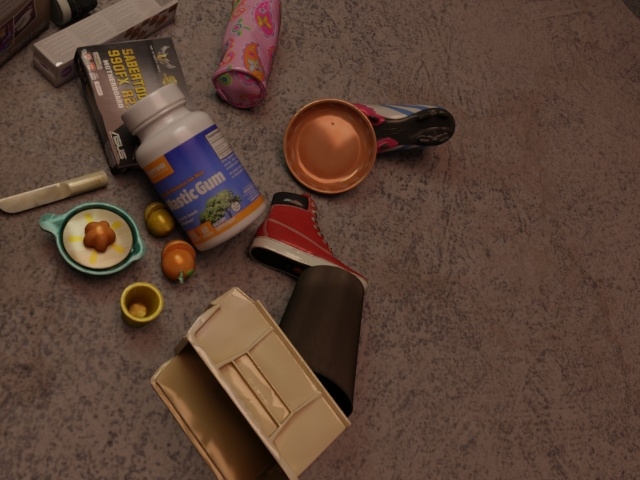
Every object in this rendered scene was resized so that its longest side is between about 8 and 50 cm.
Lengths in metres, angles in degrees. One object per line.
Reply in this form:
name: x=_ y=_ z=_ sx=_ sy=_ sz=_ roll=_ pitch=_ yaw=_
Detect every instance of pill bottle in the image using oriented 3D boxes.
pill bottle: x=-0.227 y=-0.131 z=1.081 sx=0.152 sy=0.152 sz=0.272 roll=-43 pitch=107 yaw=-35

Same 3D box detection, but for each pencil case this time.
pencil case: x=-0.156 y=-0.427 z=1.332 sx=0.124 sy=0.124 sz=0.284 roll=16 pitch=59 yaw=-18

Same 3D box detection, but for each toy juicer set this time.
toy juicer set: x=-0.353 y=-0.025 z=1.050 sx=0.329 sy=0.089 sz=0.209 roll=43 pitch=56 yaw=0

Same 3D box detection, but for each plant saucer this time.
plant saucer: x=0.019 y=-0.198 z=1.299 sx=0.199 sy=0.037 sz=0.200 roll=0 pitch=92 yaw=-7

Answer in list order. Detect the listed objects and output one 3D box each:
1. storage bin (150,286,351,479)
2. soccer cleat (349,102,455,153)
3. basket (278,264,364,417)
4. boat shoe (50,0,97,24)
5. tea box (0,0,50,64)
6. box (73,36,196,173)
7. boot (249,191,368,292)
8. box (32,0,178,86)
storage bin: x=-0.123 y=0.238 z=0.925 sx=0.123 sy=0.262 sz=0.260 roll=-34 pitch=83 yaw=-35
soccer cleat: x=0.140 y=-0.255 z=1.403 sx=0.331 sy=0.143 sz=0.116 roll=-1 pitch=103 yaw=-7
basket: x=-0.002 y=0.171 z=1.084 sx=0.204 sy=0.154 sz=0.227 roll=60 pitch=34 yaw=-41
boat shoe: x=-0.565 y=-0.566 z=1.210 sx=0.091 sy=0.114 sz=0.303 roll=-39 pitch=98 yaw=-34
tea box: x=-0.684 y=-0.436 z=1.016 sx=0.323 sy=0.220 sz=0.329 roll=33 pitch=56 yaw=-8
box: x=-0.337 y=-0.257 z=1.158 sx=0.183 sy=0.056 sz=0.231 roll=-18 pitch=91 yaw=-31
boot: x=0.000 y=0.000 z=1.212 sx=0.244 sy=0.088 sz=0.176 roll=27 pitch=56 yaw=-7
box: x=-0.422 y=-0.419 z=1.228 sx=0.067 sy=0.063 sz=0.324 roll=42 pitch=55 yaw=0
